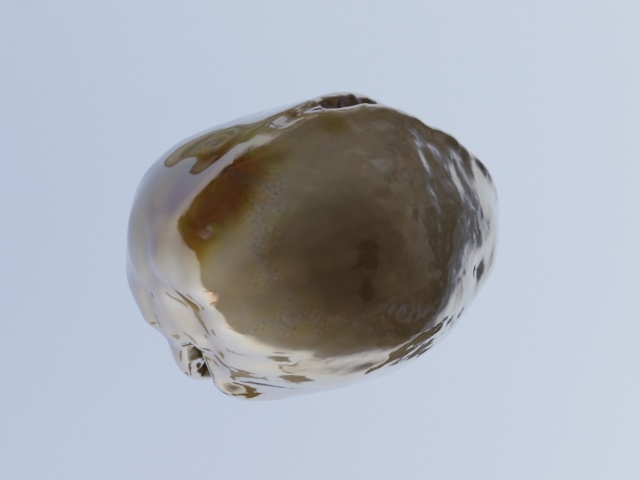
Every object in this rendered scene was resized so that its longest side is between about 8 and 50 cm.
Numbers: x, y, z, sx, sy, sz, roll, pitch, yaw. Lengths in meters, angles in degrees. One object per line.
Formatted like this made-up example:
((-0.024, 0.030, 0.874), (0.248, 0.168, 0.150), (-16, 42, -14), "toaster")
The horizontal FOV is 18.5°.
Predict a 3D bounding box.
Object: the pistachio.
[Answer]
((0.000, 0.000, 0.885), (0.215, 0.144, 0.144), (-14, -73, -55), "pistachio")
